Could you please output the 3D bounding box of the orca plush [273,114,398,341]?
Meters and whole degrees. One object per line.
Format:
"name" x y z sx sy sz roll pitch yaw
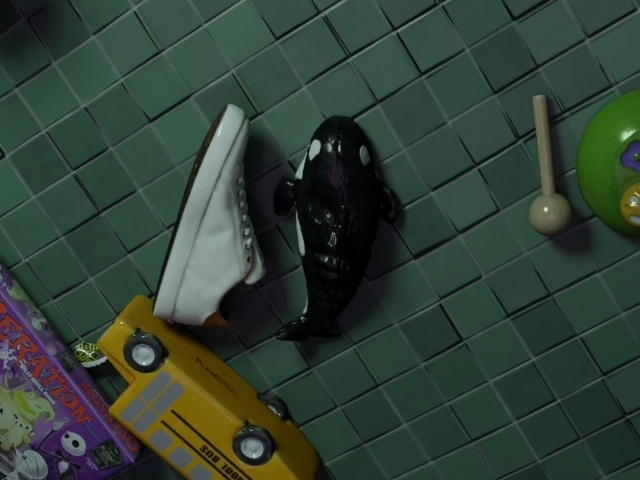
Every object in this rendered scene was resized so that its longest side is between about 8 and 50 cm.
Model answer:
"orca plush" 0.000 0.000 1.403 0.151 0.102 0.287 23 109 1

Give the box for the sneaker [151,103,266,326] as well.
"sneaker" -0.112 -0.024 1.423 0.123 0.106 0.290 15 116 -9

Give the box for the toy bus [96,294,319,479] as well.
"toy bus" -0.149 0.223 1.493 0.332 0.108 0.130 41 110 -6

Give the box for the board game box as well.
"board game box" -0.412 0.189 1.538 0.208 0.056 0.347 -33 100 21

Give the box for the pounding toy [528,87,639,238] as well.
"pounding toy" 0.357 -0.076 1.324 0.236 0.110 0.183 0 107 8

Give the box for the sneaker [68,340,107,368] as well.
"sneaker" -0.304 0.147 1.530 0.083 0.031 0.035 -21 102 14
